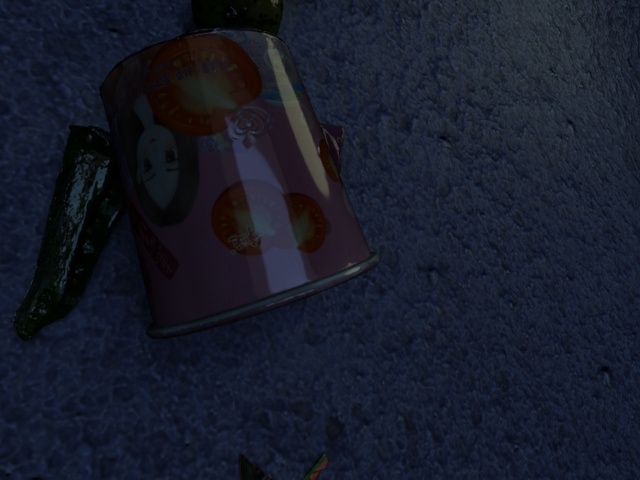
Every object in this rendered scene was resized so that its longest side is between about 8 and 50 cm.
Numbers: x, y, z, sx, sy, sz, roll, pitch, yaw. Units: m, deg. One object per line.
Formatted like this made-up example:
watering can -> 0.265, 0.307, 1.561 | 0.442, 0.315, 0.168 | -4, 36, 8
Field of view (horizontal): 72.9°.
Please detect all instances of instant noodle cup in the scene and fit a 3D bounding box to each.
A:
instant noodle cup -> -0.085, -0.053, 0.439 | 0.243, 0.243, 0.231 | -17, 91, -32

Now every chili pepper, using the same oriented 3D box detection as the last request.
chili pepper -> -0.261, -0.009, 0.450 | 0.088, 0.059, 0.227 | 23, 70, -23

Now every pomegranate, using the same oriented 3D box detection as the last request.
pomegranate -> -0.103, -0.317, 0.588 | 0.122, 0.122, 0.161 | 47, 33, -12

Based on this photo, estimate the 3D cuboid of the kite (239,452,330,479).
kite -> -0.036, 0.328, 0.518 | 0.190, 0.010, 0.159 | 42, 61, -16

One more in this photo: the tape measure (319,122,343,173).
tape measure -> -0.028, -0.117, 0.596 | 0.118, 0.074, 0.125 | 8, 72, -27
